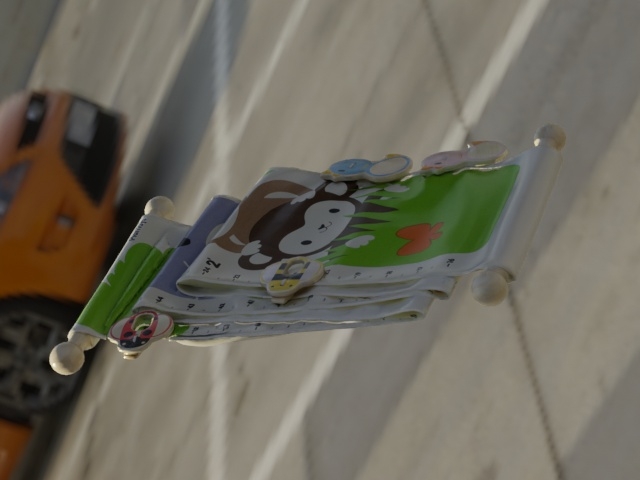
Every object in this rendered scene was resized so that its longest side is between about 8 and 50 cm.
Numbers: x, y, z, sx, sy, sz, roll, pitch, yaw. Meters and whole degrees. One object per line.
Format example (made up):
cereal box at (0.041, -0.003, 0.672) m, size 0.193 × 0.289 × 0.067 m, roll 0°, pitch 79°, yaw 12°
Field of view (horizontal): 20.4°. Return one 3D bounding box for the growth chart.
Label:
growth chart at (0.000, 0.000, 0.864) m, size 0.172 × 0.237 × 0.021 m, roll -73°, pitch -30°, yaw -57°
